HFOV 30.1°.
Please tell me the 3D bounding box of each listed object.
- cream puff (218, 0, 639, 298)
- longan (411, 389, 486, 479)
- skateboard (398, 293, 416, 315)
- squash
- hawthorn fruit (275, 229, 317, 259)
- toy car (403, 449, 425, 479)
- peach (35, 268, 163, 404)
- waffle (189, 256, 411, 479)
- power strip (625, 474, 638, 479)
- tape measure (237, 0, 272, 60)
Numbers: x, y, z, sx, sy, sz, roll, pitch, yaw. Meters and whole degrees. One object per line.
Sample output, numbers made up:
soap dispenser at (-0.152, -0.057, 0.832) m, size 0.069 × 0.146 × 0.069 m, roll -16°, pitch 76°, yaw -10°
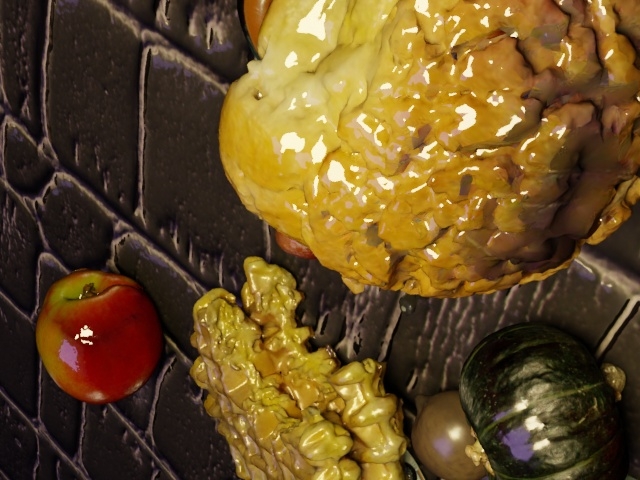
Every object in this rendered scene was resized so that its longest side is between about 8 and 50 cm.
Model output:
cream puff at (0.107, -0.091, 0.836) m, size 0.231 × 0.343 × 0.327 m, roll 58°, pitch 171°, yaw 36°
longan at (0.142, 0.205, 1.270) m, size 0.113 × 0.092 × 0.113 m, roll 48°, pitch 164°, yaw 18°
skateboard at (0.069, 0.005, 1.224) m, size 0.151 × 0.067 × 0.080 m, roll 34°, pitch 132°, yaw 35°
squash at (0.206, 0.169, 1.092) m, size 0.193 × 0.156 × 0.193 m, roll 178°, pitch 90°, yaw -87°
hawthorn fruit at (0.000, 0.000, 1.299) m, size 0.103 × 0.067 × 0.067 m, roll 36°, pitch 142°, yaw 24°
toy car at (0.113, 0.341, 1.454) m, size 0.095 × 0.056 × 0.205 m, roll -23°, pitch 96°, yaw 56°
peach at (-0.316, 0.146, 1.722) m, size 0.197 × 0.197 × 0.197 m, roll 32°, pitch 140°, yaw 32°
waffle at (-0.028, 0.193, 1.389) m, size 0.324 × 0.151 × 0.261 m, roll 46°, pitch 150°, yaw 43°
power strip at (0.286, 0.300, 1.204) m, size 0.167 × 0.054 × 0.253 m, roll 58°, pitch 148°, yaw -5°
tape measure at (0.024, -0.205, 1.024) m, size 0.202 × 0.135 × 0.223 m, roll 5°, pitch 128°, yaw 40°
